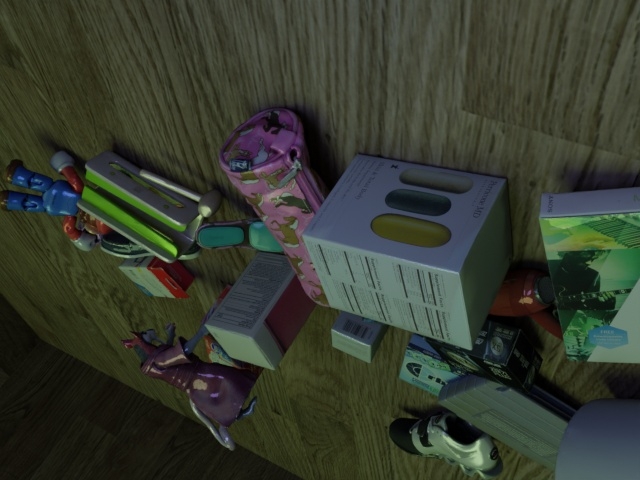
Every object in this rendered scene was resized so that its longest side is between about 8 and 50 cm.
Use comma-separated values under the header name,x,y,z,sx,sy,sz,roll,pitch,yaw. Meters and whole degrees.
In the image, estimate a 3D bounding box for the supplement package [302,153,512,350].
name,x,y,z,sx,sy,sz,roll,pitch,yaw
supplement package,0.149,0.011,1.088,0.262,0.199,0.198,14,145,30

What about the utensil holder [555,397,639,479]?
name,x,y,z,sx,sy,sz,roll,pitch,yaw
utensil holder,0.640,0.427,1.110,0.327,0.328,0.385,47,150,-23

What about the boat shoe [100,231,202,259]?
name,x,y,z,sx,sy,sz,roll,pitch,yaw
boat shoe,-0.423,-0.004,1.671,0.254,0.095,0.079,6,128,3

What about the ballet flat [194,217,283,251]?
name,x,y,z,sx,sy,sz,roll,pitch,yaw
ballet flat,-0.157,-0.018,1.443,0.221,0.079,0.077,-1,109,-5

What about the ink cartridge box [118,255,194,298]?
name,x,y,z,sx,sy,sz,roll,pitch,yaw
ink cartridge box,-0.457,0.093,1.917,0.231,0.078,0.134,0,137,44

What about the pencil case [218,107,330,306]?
name,x,y,z,sx,sy,sz,roll,pitch,yaw
pencil case,-0.032,-0.049,1.224,0.160,0.167,0.386,-18,130,14

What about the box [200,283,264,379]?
name,x,y,z,sx,sy,sz,roll,pitch,yaw
box,-0.228,0.276,1.899,0.154,0.142,0.300,25,149,14

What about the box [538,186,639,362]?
name,x,y,z,sx,sy,sz,roll,pitch,yaw
box,0.451,0.059,0.947,0.232,0.058,0.322,-4,132,27

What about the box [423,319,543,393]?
name,x,y,z,sx,sy,sz,roll,pitch,yaw
box,0.315,0.211,1.298,0.180,0.078,0.147,14,158,41

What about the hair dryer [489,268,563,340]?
name,x,y,z,sx,sy,sz,roll,pitch,yaw
hair dryer,0.380,0.135,1.170,0.293,0.080,0.224,18,148,25

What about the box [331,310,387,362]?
name,x,y,z,sx,sy,sz,roll,pitch,yaw
box,0.090,0.204,1.528,0.101,0.102,0.087,21,146,19

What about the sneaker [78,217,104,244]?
name,x,y,z,sx,sy,sz,roll,pitch,yaw
sneaker,-0.639,-0.032,1.884,0.095,0.105,0.236,46,149,-23

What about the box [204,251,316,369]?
name,x,y,z,sx,sy,sz,roll,pitch,yaw
box,-0.123,0.155,1.530,0.148,0.232,0.127,8,141,37

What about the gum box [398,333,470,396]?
name,x,y,z,sx,sy,sz,roll,pitch,yaw
gum box,0.270,0.303,1.562,0.156,0.041,0.184,23,150,15

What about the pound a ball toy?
name,x,y,z,sx,sy,sz,roll,pitch,yaw
pound a ball toy,-0.374,-0.104,1.530,0.319,0.136,0.208,30,125,5

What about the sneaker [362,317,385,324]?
name,x,y,z,sx,sy,sz,roll,pitch,yaw
sneaker,0.147,0.114,1.382,0.087,0.083,0.221,16,154,3

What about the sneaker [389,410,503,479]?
name,x,y,z,sx,sy,sz,roll,pitch,yaw
sneaker,0.315,0.496,1.753,0.330,0.122,0.146,5,122,41

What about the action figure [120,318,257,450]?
name,x,y,z,sx,sy,sz,roll,pitch,yaw
action figure,-0.350,0.346,1.731,0.370,0.276,0.248,26,158,-13

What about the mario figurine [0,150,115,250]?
name,x,y,z,sx,sy,sz,roll,pitch,yaw
mario figurine,-0.640,-0.099,1.721,0.320,0.170,0.198,17,134,-16

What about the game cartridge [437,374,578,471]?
name,x,y,z,sx,sy,sz,roll,pitch,yaw
game cartridge,0.458,0.394,1.463,0.355,0.068,0.230,32,151,-9
